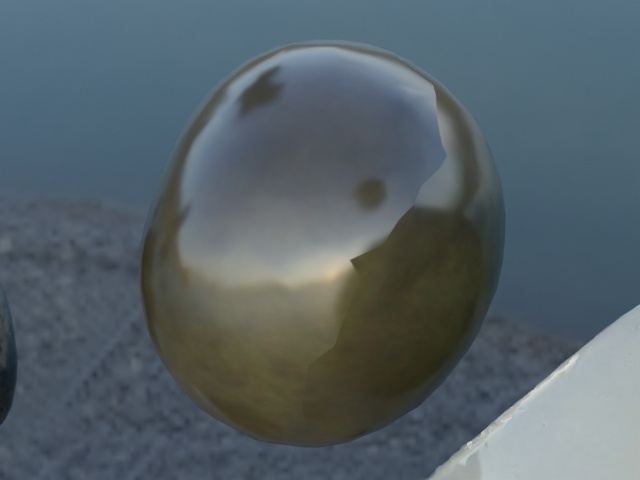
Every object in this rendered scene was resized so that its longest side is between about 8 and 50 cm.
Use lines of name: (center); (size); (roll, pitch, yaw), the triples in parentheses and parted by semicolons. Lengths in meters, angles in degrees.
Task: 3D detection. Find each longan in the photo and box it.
longan: (0.000, 0.000, 0.905); (0.189, 0.189, 0.189); (-4, 32, 2)

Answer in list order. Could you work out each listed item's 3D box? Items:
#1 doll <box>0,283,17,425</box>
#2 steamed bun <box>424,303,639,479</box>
doll: (-0.264, 0.062, 1.177); (0.143, 0.234, 0.135); (10, 64, -18)
steamed bun: (0.177, 0.120, 0.779); (0.324, 0.324, 0.206); (-31, 77, -35)
